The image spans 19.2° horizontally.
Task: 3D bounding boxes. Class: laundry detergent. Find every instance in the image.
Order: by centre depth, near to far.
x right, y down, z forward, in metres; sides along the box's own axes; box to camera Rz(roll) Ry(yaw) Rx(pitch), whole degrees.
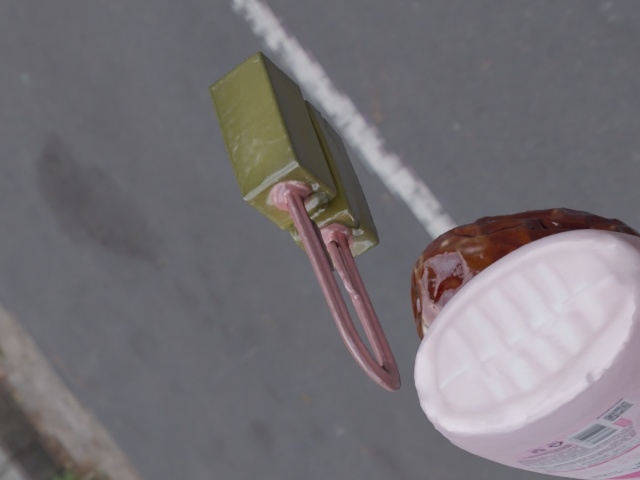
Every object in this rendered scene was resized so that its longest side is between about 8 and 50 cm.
[{"bbox_3d":[0.180,0.079,1.068,0.159,0.335,0.088,-35,63,19],"label":"laundry detergent"}]

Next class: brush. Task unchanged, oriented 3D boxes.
[{"bbox_3d":[0.000,0.000,1.127,0.103,0.047,0.233,43,-159,-46],"label":"brush"}]

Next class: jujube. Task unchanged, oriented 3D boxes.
[{"bbox_3d":[0.215,0.052,1.862,0.174,0.250,0.174,179,90,-84],"label":"jujube"}]
